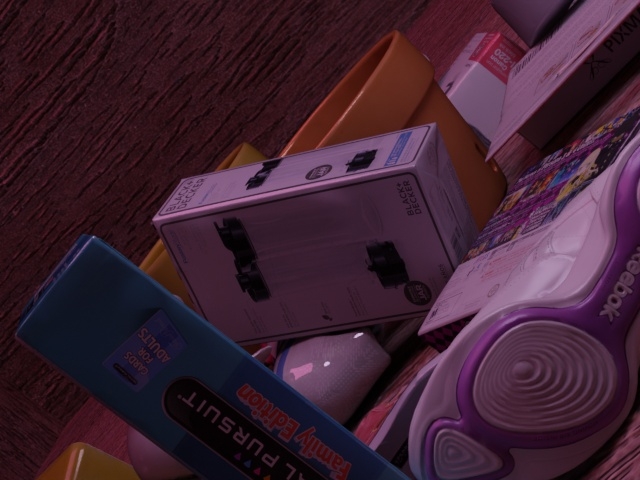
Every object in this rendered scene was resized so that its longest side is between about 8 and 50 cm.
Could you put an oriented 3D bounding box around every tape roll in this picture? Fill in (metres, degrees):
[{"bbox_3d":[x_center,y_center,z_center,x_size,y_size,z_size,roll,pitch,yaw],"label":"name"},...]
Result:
[{"bbox_3d":[0.298,-0.315,1.695,0.219,0.072,0.219,-38,-13,-11],"label":"tape roll"}]

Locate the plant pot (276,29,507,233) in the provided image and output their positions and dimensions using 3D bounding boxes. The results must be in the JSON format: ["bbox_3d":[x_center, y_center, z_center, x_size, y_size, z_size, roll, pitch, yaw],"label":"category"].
[{"bbox_3d":[0.067,-0.057,1.648,0.291,0.203,0.291,-50,9,11],"label":"plant pot"}]

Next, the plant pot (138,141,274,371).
[{"bbox_3d":[-0.082,0.044,1.892,0.254,0.239,0.254,-50,9,11],"label":"plant pot"}]

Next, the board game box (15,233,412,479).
[{"bbox_3d":[-0.046,0.128,0.995,0.079,0.336,0.254,-52,8,-6],"label":"board game box"}]

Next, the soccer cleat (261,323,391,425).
[{"bbox_3d":[0.008,0.114,1.615,0.143,0.116,0.331,-42,14,3],"label":"soccer cleat"}]

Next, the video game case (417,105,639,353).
[{"bbox_3d":[0.195,-0.006,1.296,0.210,0.042,0.232,-55,9,-23],"label":"video game case"}]

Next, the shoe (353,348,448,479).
[{"bbox_3d":[0.079,0.140,1.214,0.178,0.063,0.081,-53,12,16],"label":"shoe"}]

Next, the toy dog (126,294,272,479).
[{"bbox_3d":[-0.079,0.171,1.352,0.161,0.220,0.334,-10,10,8],"label":"toy dog"}]

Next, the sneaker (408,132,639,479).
[{"bbox_3d":[0.171,0.058,1.010,0.305,0.114,0.152,-47,-4,-13],"label":"sneaker"}]

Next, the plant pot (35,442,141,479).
[{"bbox_3d":[-0.213,0.356,1.442,0.212,0.212,0.187,-43,24,43],"label":"plant pot"}]

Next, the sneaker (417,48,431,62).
[{"bbox_3d":[0.066,-0.161,1.854,0.225,0.092,0.088,-57,8,-28],"label":"sneaker"}]

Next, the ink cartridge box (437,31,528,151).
[{"bbox_3d":[0.174,-0.148,1.855,0.218,0.092,0.158,-53,8,3],"label":"ink cartridge box"}]

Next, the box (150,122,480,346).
[{"bbox_3d":[0.000,0.000,1.470,0.290,0.169,0.087,-12,28,26],"label":"box"}]

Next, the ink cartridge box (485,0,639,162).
[{"bbox_3d":[0.299,-0.211,1.534,0.296,0.066,0.261,-47,9,29],"label":"ink cartridge box"}]
